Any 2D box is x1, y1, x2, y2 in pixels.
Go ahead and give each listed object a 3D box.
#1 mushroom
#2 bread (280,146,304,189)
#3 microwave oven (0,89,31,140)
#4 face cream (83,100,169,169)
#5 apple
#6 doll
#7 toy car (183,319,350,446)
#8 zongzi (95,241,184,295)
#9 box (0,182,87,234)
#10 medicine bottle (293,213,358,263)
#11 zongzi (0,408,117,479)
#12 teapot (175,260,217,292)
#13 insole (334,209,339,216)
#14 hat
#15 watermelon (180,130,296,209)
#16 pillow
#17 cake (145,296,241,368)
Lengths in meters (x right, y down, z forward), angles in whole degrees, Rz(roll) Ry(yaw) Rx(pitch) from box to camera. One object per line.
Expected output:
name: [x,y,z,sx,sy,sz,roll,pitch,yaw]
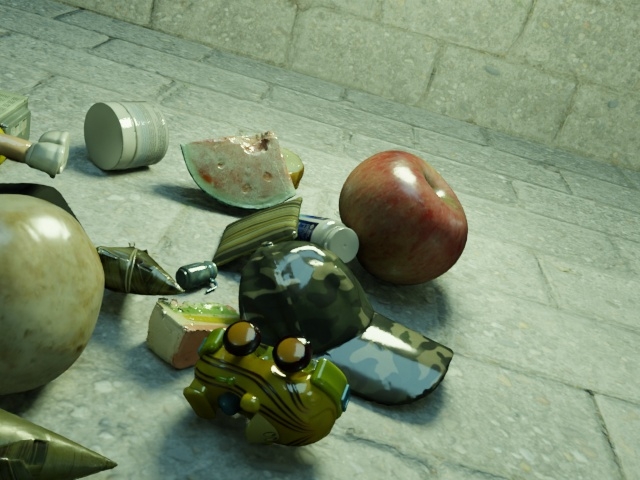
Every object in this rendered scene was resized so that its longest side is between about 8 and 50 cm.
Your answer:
mushroom: [-0.486,0.079,0.991,0.290,0.298,0.297,-3,18,26]
bread: [-0.160,-0.218,1.951,0.236,0.070,0.236,12,28,-7]
microwave oven: [-0.817,-0.264,1.579,0.194,0.145,0.240,16,26,-8]
face cream: [-0.508,-0.278,1.746,0.177,0.177,0.153,32,28,28]
apple: [0.181,-0.047,1.572,0.345,0.269,0.345,38,26,-23]
doll: [-0.705,-0.192,1.315,0.423,0.161,0.348,7,-2,-43]
toy car: [-0.086,0.237,1.016,0.247,0.200,0.142,12,55,20]
zongzi: [-0.318,0.063,1.248,0.184,0.084,0.187,16,4,4]
box: [-0.630,-0.008,1.255,0.350,0.091,0.359,-7,37,-39]
medicine bottle: [0.000,0.000,1.515,0.107,0.107,0.191,-2,9,-33]
zongzi: [-0.451,0.240,0.869,0.289,0.123,0.260,1,26,-48]
teapot: [-0.250,0.074,1.362,0.063,0.049,0.083,34,31,31]
insole: [0.132,-0.068,1.904,0.197,0.004,0.065,5,29,-22]
hat: [0.064,0.132,1.281,0.381,0.257,0.366,4,25,19]
watermelon: [-0.211,-0.199,1.745,0.318,0.226,0.148,23,-2,-12]
pillow: [-0.141,-0.020,1.514,0.208,0.052,0.212,-21,25,13]
cake: [-0.214,0.169,1.213,0.109,0.090,0.225,32,12,32]
